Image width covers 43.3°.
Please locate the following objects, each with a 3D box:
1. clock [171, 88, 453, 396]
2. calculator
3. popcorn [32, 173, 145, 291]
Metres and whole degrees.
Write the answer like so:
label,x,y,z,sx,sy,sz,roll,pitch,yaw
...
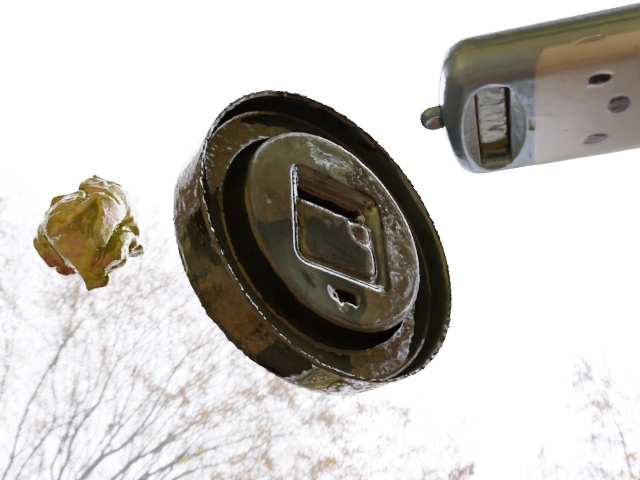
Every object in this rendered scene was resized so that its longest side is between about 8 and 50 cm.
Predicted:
label,x,y,z,sx,sy,sz,roll,pitch,yaw
clock,0.000,0.000,0.540,0.042,0.215,0.215,-36,-88,39
calculator,0.167,-0.094,0.506,0.210,0.121,0.039,-9,-121,9
popcorn,-0.204,-0.009,0.723,0.089,0.109,0.097,34,-112,5
